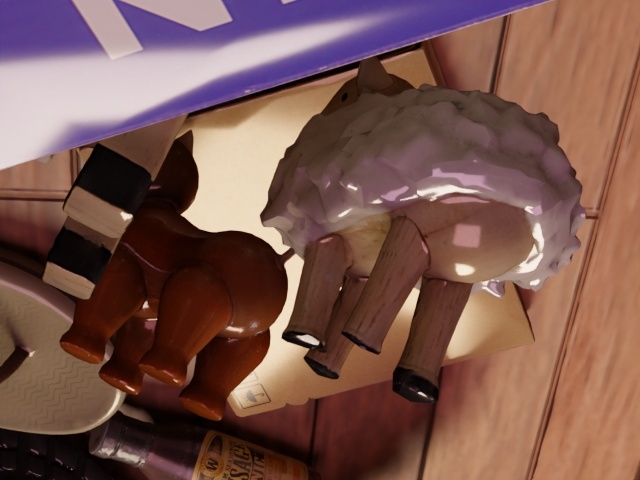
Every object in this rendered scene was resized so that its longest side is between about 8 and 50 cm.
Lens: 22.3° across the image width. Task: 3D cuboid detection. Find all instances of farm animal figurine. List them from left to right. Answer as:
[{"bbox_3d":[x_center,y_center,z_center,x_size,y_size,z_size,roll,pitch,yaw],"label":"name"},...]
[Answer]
[{"bbox_3d":[-0.104,-0.086,0.565,0.330,0.172,0.326,33,161,-23],"label":"farm animal figurine"}]

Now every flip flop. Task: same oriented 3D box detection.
[{"bbox_3d":[-0.221,0.040,0.758,0.277,0.080,0.112,25,128,-25],"label":"flip flop"}]

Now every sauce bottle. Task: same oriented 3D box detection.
[{"bbox_3d":[-0.062,0.122,0.873,0.128,0.042,0.042,20,130,-23],"label":"sauce bottle"}]

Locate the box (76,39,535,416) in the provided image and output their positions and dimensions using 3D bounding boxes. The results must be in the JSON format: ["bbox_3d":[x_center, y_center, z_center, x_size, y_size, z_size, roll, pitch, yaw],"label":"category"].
[{"bbox_3d":[0.000,0.000,0.772,0.164,0.021,0.201,-15,132,12],"label":"box"}]

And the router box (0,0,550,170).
[{"bbox_3d":[0.047,-0.195,0.387,0.335,0.301,0.082,-15,142,13],"label":"router box"}]

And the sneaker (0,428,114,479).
[{"bbox_3d":[-0.228,0.143,0.866,0.283,0.107,0.124,23,159,-28],"label":"sneaker"}]
